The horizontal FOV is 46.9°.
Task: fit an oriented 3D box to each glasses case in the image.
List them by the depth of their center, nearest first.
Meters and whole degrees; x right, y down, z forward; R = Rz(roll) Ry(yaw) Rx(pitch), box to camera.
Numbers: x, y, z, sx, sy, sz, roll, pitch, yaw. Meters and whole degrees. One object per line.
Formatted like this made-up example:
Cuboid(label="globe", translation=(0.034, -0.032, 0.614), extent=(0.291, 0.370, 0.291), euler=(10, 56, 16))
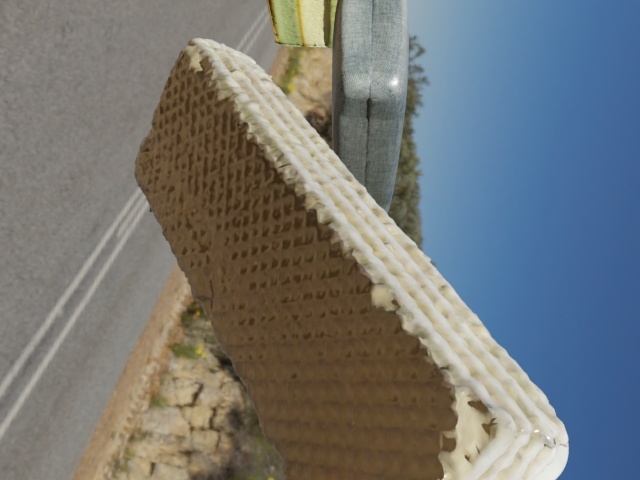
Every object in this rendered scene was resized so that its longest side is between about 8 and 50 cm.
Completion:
Cuboid(label="glasses case", translation=(0.050, -0.133, 0.801), extent=(0.323, 0.074, 0.131), euler=(86, 4, -68))

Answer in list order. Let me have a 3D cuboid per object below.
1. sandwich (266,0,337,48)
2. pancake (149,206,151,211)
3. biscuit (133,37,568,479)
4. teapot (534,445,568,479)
Cuboid(label="sandwich", translation=(-0.010, -0.287, 0.839), extent=(0.144, 0.117, 0.187), euler=(-81, 173, -55))
Cuboid(label="pancake", translation=(-0.258, -0.113, 1.511), extent=(0.056, 0.257, 0.212), euler=(-19, 123, -54))
Cuboid(label="biscuit", translation=(-0.024, 0.013, 0.493), extent=(0.144, 0.078, 0.426), euler=(-58, -137, 23))
Cuboid(label="teapot", translation=(0.335, 0.335, 1.225), extent=(0.092, 0.145, 0.226), euler=(-40, 124, -70))
